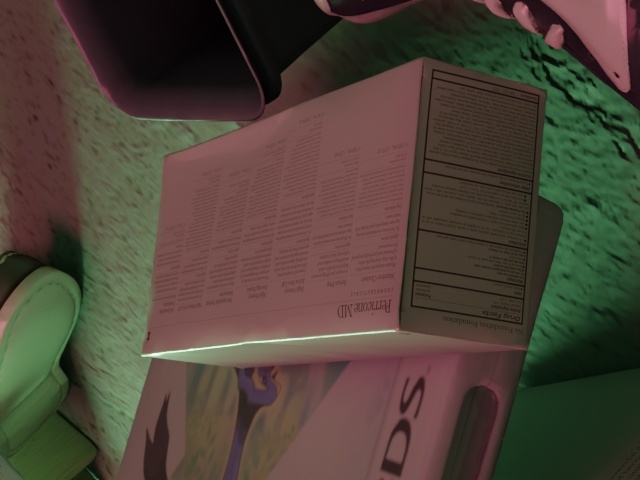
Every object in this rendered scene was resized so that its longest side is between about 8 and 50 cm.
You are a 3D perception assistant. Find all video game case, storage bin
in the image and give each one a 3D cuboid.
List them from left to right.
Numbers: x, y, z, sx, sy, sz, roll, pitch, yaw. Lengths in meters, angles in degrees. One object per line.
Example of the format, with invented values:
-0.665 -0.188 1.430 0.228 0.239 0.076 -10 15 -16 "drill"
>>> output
-0.048 -0.118 0.717 0.135 0.091 0.098 5 128 53 "storage bin"
-0.026 0.117 0.748 0.036 0.300 0.329 18 175 -24 "video game case"

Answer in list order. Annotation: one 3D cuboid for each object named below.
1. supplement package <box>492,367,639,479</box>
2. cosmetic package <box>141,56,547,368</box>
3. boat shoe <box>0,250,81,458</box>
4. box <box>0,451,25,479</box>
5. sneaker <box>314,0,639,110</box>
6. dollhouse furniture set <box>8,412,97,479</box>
0.145 0.171 0.688 0.175 0.177 0.293 54 152 -8 "supplement package"
0.000 0.000 0.655 0.060 0.098 0.239 12 169 -26 "cosmetic package"
-0.253 0.081 1.236 0.091 0.109 0.305 40 155 9 "boat shoe"
-0.354 0.214 1.246 0.114 0.203 0.103 22 151 48 "box"
0.089 -0.088 0.549 0.235 0.094 0.153 -30 90 52 "sneaker"
-0.326 0.329 1.481 0.394 0.256 0.362 38 150 23 "dollhouse furniture set"
